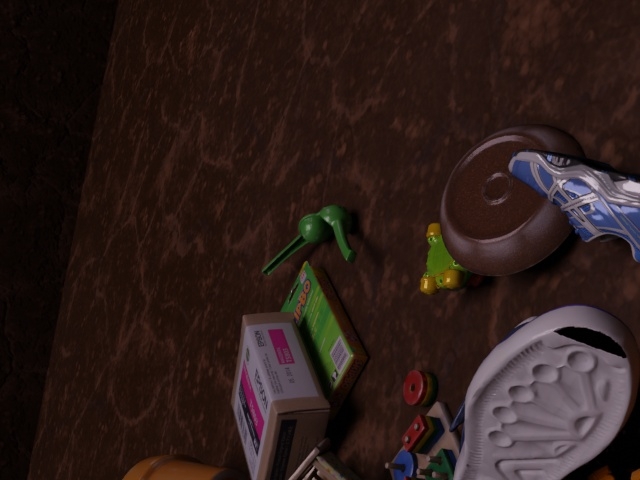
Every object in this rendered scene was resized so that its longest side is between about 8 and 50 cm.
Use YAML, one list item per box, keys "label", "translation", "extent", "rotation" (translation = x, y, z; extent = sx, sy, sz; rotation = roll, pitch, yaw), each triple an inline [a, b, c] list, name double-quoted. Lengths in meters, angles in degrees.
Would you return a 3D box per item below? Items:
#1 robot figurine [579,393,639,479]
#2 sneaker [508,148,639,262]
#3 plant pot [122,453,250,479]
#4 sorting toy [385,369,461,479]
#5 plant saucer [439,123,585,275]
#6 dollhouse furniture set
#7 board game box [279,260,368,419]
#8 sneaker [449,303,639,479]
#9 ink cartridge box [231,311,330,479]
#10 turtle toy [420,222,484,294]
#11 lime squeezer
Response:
- label: "robot figurine"
  translation: [0.334, 0.209, 0.824]
  extent: [0.291, 0.085, 0.211]
  rotation: [-46, 38, 44]
- label: "sneaker"
  translation: [0.274, -0.043, 1.043]
  extent: [0.211, 0.080, 0.081]
  rotation: [29, 111, 48]
- label: "plant pot"
  translation: [-0.209, 0.453, 1.668]
  extent: [0.188, 0.205, 0.205]
  rotation: [-19, 59, 42]
- label: "sorting toy"
  translation: [0.126, 0.295, 1.234]
  extent: [0.132, 0.046, 0.274]
  rotation: [-59, 31, 30]
- label: "plant saucer"
  translation: [0.214, -0.056, 1.172]
  extent: [0.199, 0.036, 0.198]
  rotation: [-23, 52, 33]
- label: "dollhouse furniture set"
  translation: [0.057, 0.353, 1.327]
  extent: [0.101, 0.182, 0.161]
  rotation: [-51, -14, 8]
- label: "board game box"
  translation: [-0.003, 0.150, 1.574]
  extent: [0.124, 0.039, 0.259]
  rotation: [-63, 31, 23]
- label: "sneaker"
  translation: [0.219, 0.112, 0.954]
  extent: [0.322, 0.130, 0.236]
  rotation: [102, -167, -45]
- label: "ink cartridge box"
  translation: [-0.068, 0.254, 1.539]
  extent: [0.234, 0.088, 0.193]
  rotation: [-115, 29, -53]
- label: "turtle toy"
  translation: [0.180, 0.022, 1.243]
  extent: [0.130, 0.066, 0.095]
  rotation: [-20, 57, 59]
- label: "lime squeezer"
  translation: [0.000, 0.000, 1.615]
  extent: [0.310, 0.059, 0.109]
  rotation: [-11, 65, 61]
